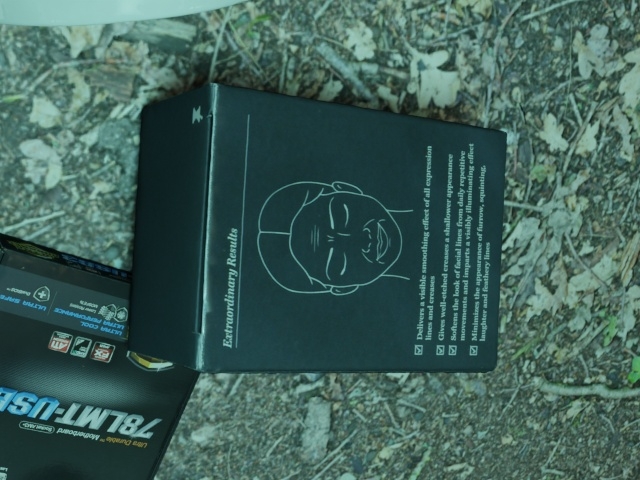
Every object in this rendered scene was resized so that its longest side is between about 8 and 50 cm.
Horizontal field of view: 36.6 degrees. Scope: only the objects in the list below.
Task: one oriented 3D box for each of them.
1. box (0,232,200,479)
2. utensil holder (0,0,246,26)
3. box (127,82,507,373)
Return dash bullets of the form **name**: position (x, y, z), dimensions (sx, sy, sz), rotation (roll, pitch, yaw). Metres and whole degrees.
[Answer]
- **box**: position (-0.302, 0.171, 1.162), dimensions (0.295, 0.073, 0.293), rotation (21, 96, -33)
- **utensil holder**: position (-0.205, -0.410, 0.854), dimensions (0.327, 0.327, 0.385), rotation (-14, 116, -25)
- **box**: position (0.000, 0.000, 1.138), dimensions (0.395, 0.212, 0.293), rotation (5, 87, -31)
